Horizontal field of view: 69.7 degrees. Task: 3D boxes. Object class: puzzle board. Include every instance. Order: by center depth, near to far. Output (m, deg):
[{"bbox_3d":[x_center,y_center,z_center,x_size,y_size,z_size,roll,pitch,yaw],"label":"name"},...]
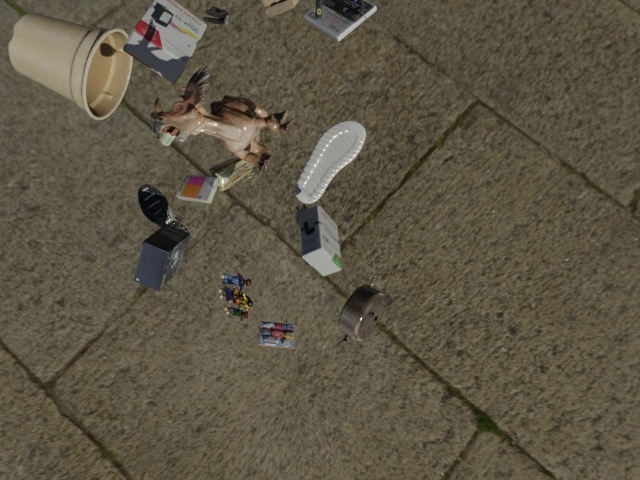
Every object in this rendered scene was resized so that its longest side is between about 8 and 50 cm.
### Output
[{"bbox_3d":[-0.154,0.336,1.644,0.128,0.011,0.096,8,47,-8],"label":"puzzle board"}]

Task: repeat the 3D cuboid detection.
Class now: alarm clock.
[{"bbox_3d":[0.091,0.187,1.068,0.064,0.129,0.192,32,79,30],"label":"alarm clock"}]

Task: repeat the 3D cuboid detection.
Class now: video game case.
[{"bbox_3d":[0.063,-0.765,1.545,0.173,0.022,0.190,-42,61,-7],"label":"video game case"}]

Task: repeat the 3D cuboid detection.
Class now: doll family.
[{"bbox_3d":[-0.285,0.192,1.595,0.111,0.193,0.076,9,41,28],"label":"doll family"}]

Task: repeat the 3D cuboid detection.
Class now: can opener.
[{"bbox_3d":[-0.395,-0.835,1.720,0.073,0.059,0.186,19,30,0],"label":"can opener"}]

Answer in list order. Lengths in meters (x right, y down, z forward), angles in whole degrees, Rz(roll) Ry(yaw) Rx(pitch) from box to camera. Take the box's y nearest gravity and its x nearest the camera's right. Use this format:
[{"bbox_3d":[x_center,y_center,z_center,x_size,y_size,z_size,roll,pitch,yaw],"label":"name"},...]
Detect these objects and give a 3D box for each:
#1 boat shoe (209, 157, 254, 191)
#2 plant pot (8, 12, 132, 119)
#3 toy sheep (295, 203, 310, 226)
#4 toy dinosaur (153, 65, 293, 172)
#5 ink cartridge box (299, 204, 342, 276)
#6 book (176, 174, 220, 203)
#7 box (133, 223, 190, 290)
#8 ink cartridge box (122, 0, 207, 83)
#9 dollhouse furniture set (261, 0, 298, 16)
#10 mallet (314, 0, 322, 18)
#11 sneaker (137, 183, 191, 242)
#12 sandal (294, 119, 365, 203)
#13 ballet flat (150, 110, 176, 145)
[{"bbox_3d":[-0.330,-0.264,1.767,0.104,0.285,0.089,-4,109,24],"label":"boat shoe"},{"bbox_3d":[-0.898,-0.649,1.647,0.305,0.334,0.334,21,72,-5],"label":"plant pot"},{"bbox_3d":[-0.061,-0.094,1.837,0.091,0.091,0.132,-3,46,-4],"label":"toy sheep"},{"bbox_3d":[-0.169,-0.229,0.857,0.200,0.296,0.127,28,102,-5],"label":"toy dinosaur"},{"bbox_3d":[0.000,0.000,1.669,0.087,0.153,0.208,-23,47,22],"label":"ink cartridge box"},{"bbox_3d":[-0.436,-0.186,1.639,0.144,0.035,0.096,9,72,28],"label":"book"},{"bbox_3d":[-0.517,0.054,1.501,0.093,0.158,0.156,24,116,1],"label":"box"},{"bbox_3d":[-0.355,-0.472,1.064,0.127,0.072,0.175,30,50,-27],"label":"ink cartridge box"},{"bbox_3d":[0.033,-0.590,0.760,0.394,0.256,0.362,-4,47,32],"label":"dollhouse furniture set"},{"bbox_3d":[-0.007,-0.658,1.139,0.062,0.039,0.190,8,107,-12],"label":"mallet"},{"bbox_3d":[-0.604,-0.094,1.751,0.100,0.108,0.271,-37,119,-15],"label":"sneaker"},{"bbox_3d":[0.026,-0.348,1.988,0.169,0.102,0.416,40,94,-8],"label":"sandal"},{"bbox_3d":[-0.429,-0.300,1.230,0.052,0.057,0.168,-58,39,13],"label":"ballet flat"}]
